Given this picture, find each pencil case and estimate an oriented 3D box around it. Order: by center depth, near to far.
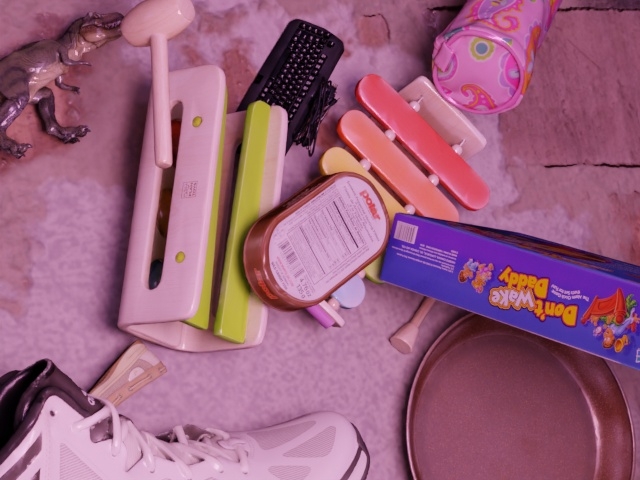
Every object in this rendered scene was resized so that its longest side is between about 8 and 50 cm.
[{"bbox_3d":[0.217,-0.270,1.666,0.124,0.124,0.284,39,45,-13],"label":"pencil case"}]

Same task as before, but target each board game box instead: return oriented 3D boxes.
[{"bbox_3d":[0.269,0.056,1.486,0.233,0.347,0.078,7,98,-46],"label":"board game box"}]

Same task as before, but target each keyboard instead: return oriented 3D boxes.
[{"bbox_3d":[-0.029,-0.168,1.593,0.100,0.038,0.192,25,67,5],"label":"keyboard"}]

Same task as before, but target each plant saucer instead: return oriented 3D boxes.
[{"bbox_3d":[0.225,0.229,1.628,0.310,0.050,0.311,7,74,-24],"label":"plant saucer"}]

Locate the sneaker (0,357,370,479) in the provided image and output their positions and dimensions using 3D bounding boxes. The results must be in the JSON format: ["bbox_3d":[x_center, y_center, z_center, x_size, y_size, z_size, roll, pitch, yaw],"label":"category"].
[{"bbox_3d":[-0.156,0.209,1.335,0.447,0.169,0.257,-25,110,-29],"label":"sneaker"}]

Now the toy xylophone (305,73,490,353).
[{"bbox_3d":[0.076,-0.023,1.600,0.236,0.081,0.323,37,65,-14],"label":"toy xylophone"}]

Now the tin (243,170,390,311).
[{"bbox_3d":[0.000,0.000,1.469,0.189,0.040,0.106,-38,109,-37],"label":"tin"}]

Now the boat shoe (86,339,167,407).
[{"bbox_3d":[-0.216,0.167,1.425,0.048,0.056,0.153,43,56,-6],"label":"boat shoe"}]

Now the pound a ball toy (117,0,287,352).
[{"bbox_3d":[-0.152,-0.064,1.450,0.208,0.135,0.319,28,61,-51],"label":"pound a ball toy"}]

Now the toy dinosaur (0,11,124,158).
[{"bbox_3d":[-0.308,-0.147,1.458,0.268,0.064,0.118,-27,83,-27],"label":"toy dinosaur"}]
